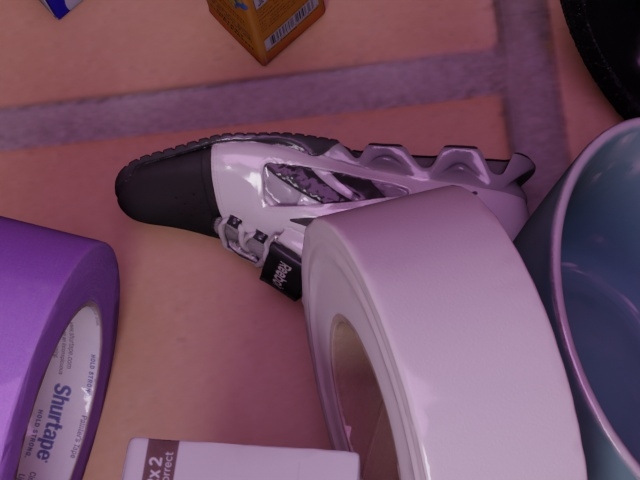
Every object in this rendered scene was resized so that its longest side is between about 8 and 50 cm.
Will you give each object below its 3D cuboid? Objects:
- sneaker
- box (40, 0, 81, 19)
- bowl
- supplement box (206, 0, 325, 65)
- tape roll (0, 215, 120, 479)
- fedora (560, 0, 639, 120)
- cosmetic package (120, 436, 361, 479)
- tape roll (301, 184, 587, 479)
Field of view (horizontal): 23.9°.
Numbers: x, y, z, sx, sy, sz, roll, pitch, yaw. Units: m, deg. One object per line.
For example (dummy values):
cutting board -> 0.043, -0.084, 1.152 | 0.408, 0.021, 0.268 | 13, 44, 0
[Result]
sneaker -> 0.000, 0.000, 1.173 | 0.331, 0.122, 0.146 | 3, 76, 3
box -> -0.215, -0.282, 1.267 | 0.137, 0.072, 0.126 | -42, 79, -6
bowl -> 0.233, 0.084, 1.090 | 0.311, 0.163, 0.311 | 16, 61, -30
supplement box -> -0.051, -0.216, 1.164 | 0.080, 0.233, 0.078 | -42, 79, -7
tape roll -> -0.227, 0.124, 1.077 | 0.090, 0.275, 0.274 | 13, 79, 5
fedora -> 0.345, -0.168, 1.128 | 0.334, 0.334, 0.152 | 42, 65, 10
cosmetic package -> -0.051, 0.236, 0.983 | 0.151, 0.183, 0.151 | 3, 59, 4
tape roll -> 0.074, 0.111, 1.003 | 0.100, 0.286, 0.286 | -13, 78, -12
